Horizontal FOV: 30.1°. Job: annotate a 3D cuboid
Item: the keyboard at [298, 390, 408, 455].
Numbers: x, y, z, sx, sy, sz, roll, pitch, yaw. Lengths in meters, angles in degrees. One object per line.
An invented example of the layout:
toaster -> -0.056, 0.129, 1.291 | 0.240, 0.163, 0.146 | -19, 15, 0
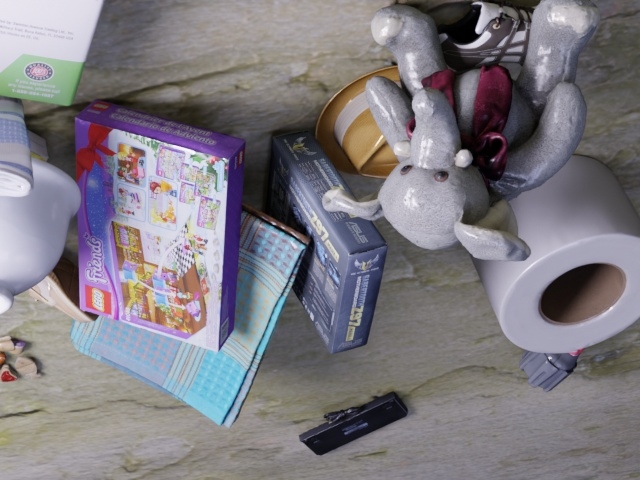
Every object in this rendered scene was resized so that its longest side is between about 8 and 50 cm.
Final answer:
keyboard -> 0.051, 0.304, 2.011 | 0.180, 0.023, 0.108 | -27, 143, 9

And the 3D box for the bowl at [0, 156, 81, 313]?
bowl -> -0.415, 0.009, 1.328 | 0.298, 0.134, 0.298 | -5, 161, -2

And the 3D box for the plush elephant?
plush elephant -> 0.149, -0.101, 1.344 | 0.272, 0.255, 0.329 | 9, 116, 24

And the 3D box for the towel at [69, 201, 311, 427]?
towel -> -0.186, 0.073, 1.584 | 0.272, 0.040, 0.370 | 28, 130, 4

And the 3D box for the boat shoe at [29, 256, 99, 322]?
boat shoe -> -0.365, 0.051, 1.580 | 0.059, 0.063, 0.170 | -29, 116, 28

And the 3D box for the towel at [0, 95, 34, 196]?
towel -> -0.407, -0.135, 1.226 | 0.209, 0.285, 0.034 | 6, 122, -22

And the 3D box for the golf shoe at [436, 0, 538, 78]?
golf shoe -> 0.233, -0.259, 1.454 | 0.198, 0.077, 0.094 | -24, 136, 5

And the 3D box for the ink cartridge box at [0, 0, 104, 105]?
ink cartridge box -> -0.322, -0.288, 1.215 | 0.198, 0.114, 0.272 | 7, 131, -25

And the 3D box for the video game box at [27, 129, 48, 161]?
video game box -> -0.463, -0.090, 1.422 | 0.205, 0.048, 0.187 | -38, 132, 21

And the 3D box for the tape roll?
tape roll -> 0.346, 0.021, 1.708 | 0.246, 0.169, 0.246 | -9, 137, -9

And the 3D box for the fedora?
fedora -> 0.092, -0.134, 1.533 | 0.194, 0.079, 0.194 | -9, 136, -8

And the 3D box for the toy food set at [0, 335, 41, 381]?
toy food set -> -0.456, 0.168, 1.712 | 0.078, 0.019, 0.122 | -14, 145, -4

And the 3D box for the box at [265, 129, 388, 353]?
box -> 0.000, 0.000, 1.525 | 0.059, 0.232, 0.183 | -15, 138, -22

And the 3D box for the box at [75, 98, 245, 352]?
box -> -0.201, -0.014, 1.475 | 0.201, 0.057, 0.293 | 16, 126, 13

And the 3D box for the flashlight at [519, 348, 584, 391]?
flashlight -> 0.439, 0.125, 1.893 | 0.103, 0.103, 0.304 | 20, 125, -34
